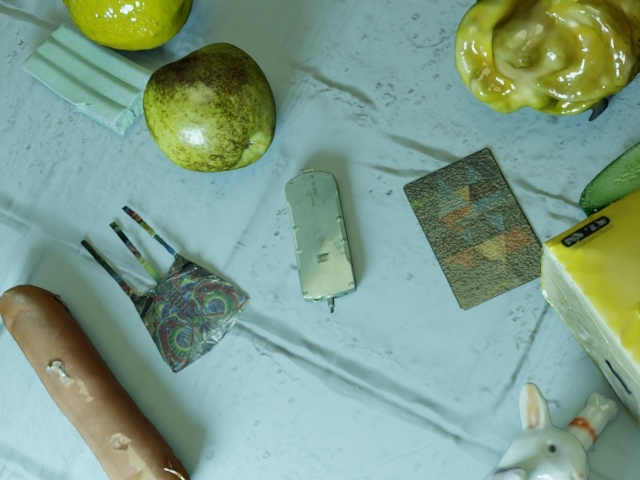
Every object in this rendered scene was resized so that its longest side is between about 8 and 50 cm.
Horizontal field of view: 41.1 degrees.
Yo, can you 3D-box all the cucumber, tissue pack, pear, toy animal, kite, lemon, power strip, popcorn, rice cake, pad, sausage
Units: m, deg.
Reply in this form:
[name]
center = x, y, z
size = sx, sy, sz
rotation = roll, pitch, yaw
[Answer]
[cucumber]
center = 0.461, -0.092, 1.149
size = 0.244, 0.063, 0.115
rotation = -30, 28, 3
[tissue pack]
center = 0.498, 0.047, 1.004
size = 0.382, 0.228, 0.293
rotation = -30, 64, -1
[pear]
center = -0.160, -0.186, 1.262
size = 0.197, 0.197, 0.197
rotation = -4, 69, 11
[toy animal]
center = 0.264, 0.289, 1.012
size = 0.140, 0.138, 0.282
rotation = 37, 85, -14
[kite]
center = -0.247, 0.059, 1.280
size = 0.285, 0.015, 0.152
rotation = 41, 83, 22
[lemon]
center = -0.307, -0.403, 1.370
size = 0.231, 0.192, 0.192
rotation = -2, 70, 15
[power strip]
center = 0.000, 0.000, 1.240
size = 0.080, 0.029, 0.227
rotation = -12, 67, 6
[popcorn]
center = 0.333, -0.282, 1.163
size = 0.297, 0.281, 0.316
rotation = -35, 27, 4
[rice cake]
center = -0.382, -0.271, 1.418
size = 0.237, 0.043, 0.127
rotation = 34, 80, 22
[pad]
center = 0.220, -0.020, 1.212
size = 0.143, 0.003, 0.211
rotation = -25, 67, 3
[sausage]
center = -0.325, 0.211, 1.199
size = 0.094, 0.094, 0.419
rotation = -32, 64, -25
